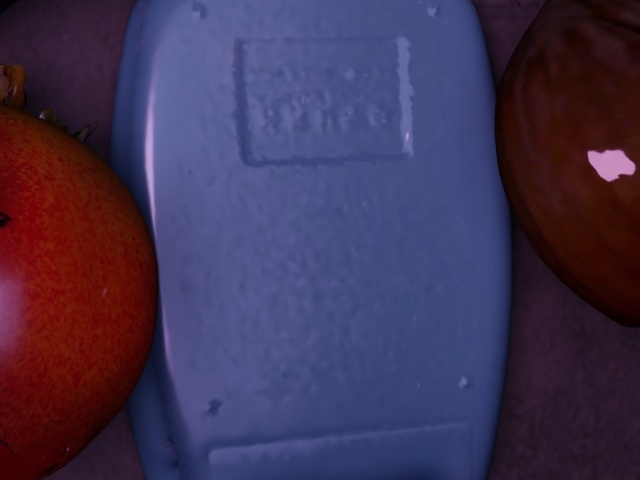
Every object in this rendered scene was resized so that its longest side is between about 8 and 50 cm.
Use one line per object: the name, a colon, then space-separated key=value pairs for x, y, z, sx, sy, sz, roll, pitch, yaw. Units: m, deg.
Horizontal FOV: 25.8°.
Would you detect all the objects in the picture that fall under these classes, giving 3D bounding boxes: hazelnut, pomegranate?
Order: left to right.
pomegranate: x=-0.182 y=0.018 z=0.717 sx=0.210 sy=0.210 sz=0.235 roll=20 pitch=61 yaw=-18
hazelnut: x=0.210 y=-0.063 z=0.839 sx=0.212 sy=0.181 sz=0.180 roll=-35 pitch=130 yaw=-21

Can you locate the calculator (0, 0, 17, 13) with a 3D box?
calculator: x=-0.152 y=-0.212 z=0.677 sx=0.051 sy=0.293 sz=0.173 roll=-6 pitch=78 yaw=-45

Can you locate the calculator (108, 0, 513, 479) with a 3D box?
calculator: x=0.000 y=0.000 z=0.849 sx=0.256 sy=0.054 sz=0.386 roll=-4 pitch=93 yaw=-17
